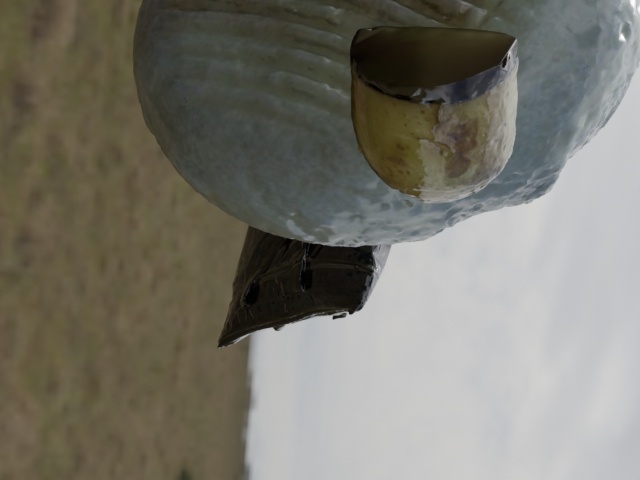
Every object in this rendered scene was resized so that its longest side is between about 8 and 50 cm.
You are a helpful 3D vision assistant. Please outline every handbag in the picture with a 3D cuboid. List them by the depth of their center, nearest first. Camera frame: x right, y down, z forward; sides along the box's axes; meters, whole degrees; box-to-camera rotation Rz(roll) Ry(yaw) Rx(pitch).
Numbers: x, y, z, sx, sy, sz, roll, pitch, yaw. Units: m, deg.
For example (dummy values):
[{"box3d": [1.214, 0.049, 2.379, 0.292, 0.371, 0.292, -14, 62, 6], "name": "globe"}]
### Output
[{"box3d": [0.000, 0.000, 1.823, 0.254, 0.089, 0.211, -19, -138, 52], "name": "handbag"}]

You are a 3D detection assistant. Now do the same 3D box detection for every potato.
[{"box3d": [0.058, -0.055, 1.000, 0.066, 0.096, 0.103, -53, 140, -43], "name": "potato"}]

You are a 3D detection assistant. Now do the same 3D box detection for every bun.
[{"box3d": [0.049, -0.146, 1.268, 0.211, 0.362, 0.362, 63, 27, -58], "name": "bun"}]
